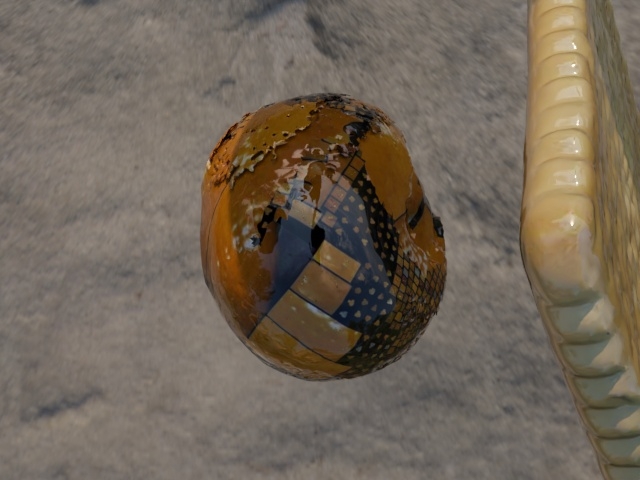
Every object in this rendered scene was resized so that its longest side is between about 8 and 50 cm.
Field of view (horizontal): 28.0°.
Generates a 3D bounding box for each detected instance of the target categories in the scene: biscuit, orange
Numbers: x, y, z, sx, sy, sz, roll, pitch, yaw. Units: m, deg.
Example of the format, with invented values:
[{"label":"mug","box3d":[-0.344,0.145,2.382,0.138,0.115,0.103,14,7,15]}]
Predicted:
[{"label":"biscuit","box3d":[0.108,-0.025,0.507,0.030,0.250,0.160,-11,130,19]},{"label":"orange","box3d":[0.000,0.000,1.025,0.182,0.234,0.234,-10,108,15]}]
